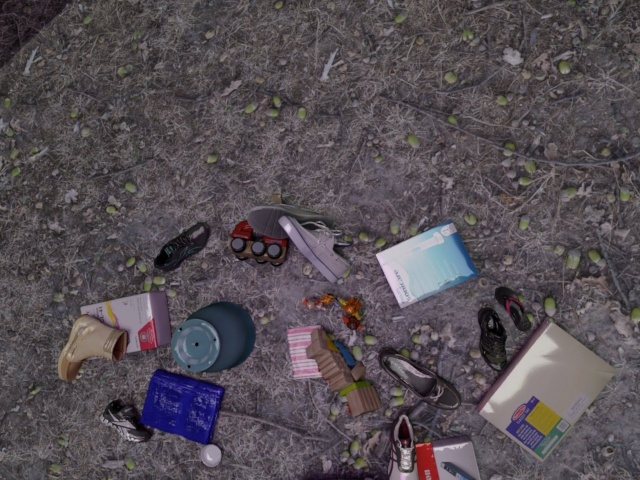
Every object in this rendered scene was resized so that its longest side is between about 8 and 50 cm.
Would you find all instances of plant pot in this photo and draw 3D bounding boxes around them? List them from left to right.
[{"bbox_3d":[-0.411,0.372,1.511,0.272,0.255,0.271,-1,86,9],"label":"plant pot"}]

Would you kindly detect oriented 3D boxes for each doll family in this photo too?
[{"bbox_3d":[0.060,0.234,1.491,0.263,0.163,0.118,23,89,10],"label":"doll family"}]

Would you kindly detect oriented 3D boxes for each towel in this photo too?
[{"bbox_3d":[-0.551,0.656,1.597,0.309,0.076,0.227,12,84,11],"label":"towel"},{"bbox_3d":[-0.049,0.432,1.561,0.144,0.029,0.196,-10,84,9],"label":"towel"}]

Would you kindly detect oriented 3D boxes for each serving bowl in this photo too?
[{"bbox_3d":[-0.424,0.839,1.590,0.084,0.027,0.083,-1,86,9],"label":"serving bowl"}]

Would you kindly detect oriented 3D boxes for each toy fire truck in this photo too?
[{"bbox_3d":[-0.225,-0.048,1.585,0.217,0.158,0.246,10,67,5],"label":"toy fire truck"}]

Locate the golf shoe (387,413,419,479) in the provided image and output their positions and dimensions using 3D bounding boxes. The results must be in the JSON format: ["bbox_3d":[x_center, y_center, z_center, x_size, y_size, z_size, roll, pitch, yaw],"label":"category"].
[{"bbox_3d":[0.279,0.735,1.377,0.105,0.120,0.272,-2,48,4],"label":"golf shoe"}]

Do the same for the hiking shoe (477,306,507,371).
[{"bbox_3d":[0.604,0.352,1.416,0.086,0.114,0.226,-12,84,8],"label":"hiking shoe"}]

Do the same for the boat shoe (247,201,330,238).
[{"bbox_3d":[-0.121,-0.078,1.497,0.321,0.103,0.118,3,115,-27],"label":"boat shoe"}]

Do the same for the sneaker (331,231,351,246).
[{"bbox_3d":[0.055,-0.010,1.570,0.136,0.052,0.057,11,83,10],"label":"sneaker"}]

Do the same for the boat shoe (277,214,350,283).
[{"bbox_3d":[0.004,0.005,1.452,0.156,0.136,0.367,-42,125,-1],"label":"boat shoe"}]

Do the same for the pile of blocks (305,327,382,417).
[{"bbox_3d":[0.072,0.492,1.500,0.113,0.149,0.362,-43,77,32],"label":"pile of blocks"}]

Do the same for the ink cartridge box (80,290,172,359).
[{"bbox_3d":[-0.780,0.341,1.638,0.307,0.131,0.225,-12,84,7],"label":"ink cartridge box"}]

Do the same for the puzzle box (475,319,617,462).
[{"bbox_3d":[0.768,0.514,1.394,0.272,0.052,0.408,38,92,3],"label":"puzzle box"}]

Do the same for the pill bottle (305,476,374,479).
[{"bbox_3d":[0.103,0.943,1.403,0.364,0.210,0.210,-8,84,8],"label":"pill bottle"}]

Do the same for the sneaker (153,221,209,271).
[{"bbox_3d":[-0.562,0.028,1.641,0.267,0.106,0.101,-45,79,2],"label":"sneaker"}]

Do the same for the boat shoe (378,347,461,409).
[{"bbox_3d":[0.353,0.508,1.455,0.335,0.095,0.112,32,91,10],"label":"boat shoe"}]

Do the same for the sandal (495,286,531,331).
[{"bbox_3d":[0.695,0.243,1.448,0.067,0.040,0.179,-32,81,6],"label":"sandal"}]

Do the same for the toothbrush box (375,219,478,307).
[{"bbox_3d":[0.377,0.087,1.470,0.296,0.126,0.216,-26,83,6],"label":"toothbrush box"}]

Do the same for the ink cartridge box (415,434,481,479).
[{"bbox_3d":[0.432,0.868,1.429,0.262,0.066,0.296,-13,83,7],"label":"ink cartridge box"}]

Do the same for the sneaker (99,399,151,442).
[{"bbox_3d":[-0.777,0.724,1.632,0.235,0.078,0.106,24,92,12],"label":"sneaker"}]

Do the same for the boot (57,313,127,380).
[{"bbox_3d":[-0.859,0.434,1.535,0.204,0.095,0.261,19,87,9],"label":"boot"}]
